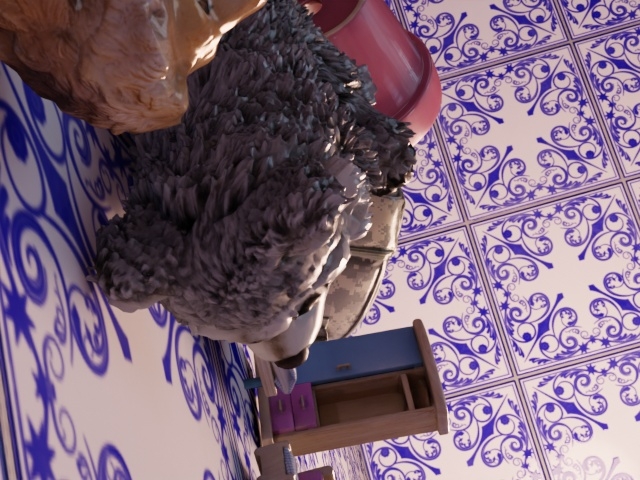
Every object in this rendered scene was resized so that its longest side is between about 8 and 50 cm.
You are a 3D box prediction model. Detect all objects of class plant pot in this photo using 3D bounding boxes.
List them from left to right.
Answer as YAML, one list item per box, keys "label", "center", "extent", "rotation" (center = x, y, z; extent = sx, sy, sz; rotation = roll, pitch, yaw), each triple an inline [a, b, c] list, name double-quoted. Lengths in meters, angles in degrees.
- label: "plant pot"
  center: [0.022, -0.207, 1.103]
  extent: [0.180, 0.201, 0.201]
  rotation: [59, 13, -49]

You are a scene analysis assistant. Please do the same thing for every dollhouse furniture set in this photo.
- label: "dollhouse furniture set"
  center: [0.019, 0.099, 0.943]
  extent: [0.286, 0.198, 0.303]
  rotation: [-101, -179, -49]

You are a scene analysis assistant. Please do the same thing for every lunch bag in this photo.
- label: "lunch bag"
  center: [0.000, 0.000, 1.481]
  extent: [0.305, 0.212, 0.256]
  rotation: [-101, -161, -72]

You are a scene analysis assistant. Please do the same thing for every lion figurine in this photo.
- label: "lion figurine"
  center: [-0.155, -0.203, 0.363]
  extent: [0.392, 0.142, 0.240]
  rotation: [34, 46, -65]

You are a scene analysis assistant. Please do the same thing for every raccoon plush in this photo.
- label: "raccoon plush"
  center: [-0.111, -0.120, 0.684]
  extent: [0.446, 0.216, 0.299]
  rotation: [53, 13, 3]
